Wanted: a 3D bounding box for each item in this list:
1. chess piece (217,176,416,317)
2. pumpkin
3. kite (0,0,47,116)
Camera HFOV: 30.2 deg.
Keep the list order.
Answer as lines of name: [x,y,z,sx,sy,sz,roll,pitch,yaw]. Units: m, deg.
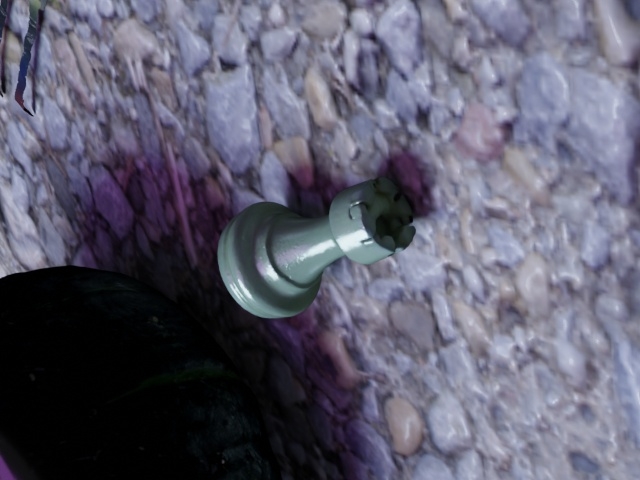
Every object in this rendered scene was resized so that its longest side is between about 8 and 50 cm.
chess piece: [0.000,0.000,0.642,0.103,0.067,0.067,-22,98,42]
pumpkin: [-0.150,0.174,0.786,0.315,0.238,0.315,8,103,38]
kite: [-0.200,-0.174,0.773,0.127,0.016,0.229,42,138,24]
